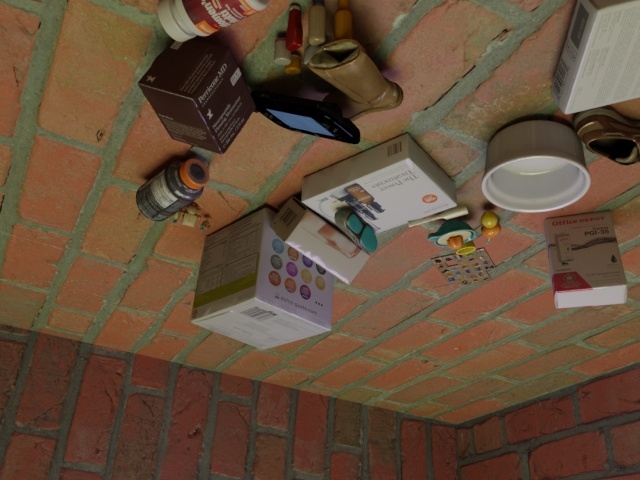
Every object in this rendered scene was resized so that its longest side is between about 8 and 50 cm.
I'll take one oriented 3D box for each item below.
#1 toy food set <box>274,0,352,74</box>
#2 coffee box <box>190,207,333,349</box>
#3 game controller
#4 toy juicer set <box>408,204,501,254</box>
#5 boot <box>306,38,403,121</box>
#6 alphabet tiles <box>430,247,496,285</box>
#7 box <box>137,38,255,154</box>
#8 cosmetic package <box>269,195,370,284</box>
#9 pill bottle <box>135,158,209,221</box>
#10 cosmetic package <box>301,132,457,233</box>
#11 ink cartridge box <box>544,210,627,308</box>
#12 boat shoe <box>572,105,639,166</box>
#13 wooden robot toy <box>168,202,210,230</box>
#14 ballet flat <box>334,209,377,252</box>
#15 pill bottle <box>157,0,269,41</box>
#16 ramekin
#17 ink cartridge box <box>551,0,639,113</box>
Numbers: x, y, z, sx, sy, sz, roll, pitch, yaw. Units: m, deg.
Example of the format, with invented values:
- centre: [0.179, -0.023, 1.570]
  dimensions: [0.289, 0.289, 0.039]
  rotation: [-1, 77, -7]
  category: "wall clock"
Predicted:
- centre: [-0.028, -0.467, 1.465]
  dimensions: [0.111, 0.105, 0.232]
  rotation: [7, 170, -32]
  category: "toy food set"
- centre: [-0.189, 0.141, 2.221]
  dimensions: [0.338, 0.335, 0.337]
  rotation: [-23, 141, 39]
  category: "coffee box"
- centre: [-0.044, -0.303, 1.604]
  dimensions: [0.319, 0.067, 0.166]
  rotation: [22, 166, 44]
  category: "game controller"
- centre: [0.454, -0.028, 2.051]
  dimensions: [0.209, 0.090, 0.328]
  rotation: [-25, 153, 35]
  category: "toy juicer set"
- centre: [0.046, -0.368, 1.509]
  dimensions: [0.236, 0.089, 0.269]
  rotation: [-12, 166, 28]
  category: "boot"
- centre: [0.542, 0.104, 2.404]
  dimensions: [0.198, 0.009, 0.237]
  rotation: [-14, 145, 25]
  category: "alphabet tiles"
- centre: [-0.288, -0.343, 1.543]
  dimensions: [0.166, 0.169, 0.203]
  rotation: [20, 157, 24]
  category: "box"
- centre: [0.000, 0.000, 2.087]
  dimensions: [0.296, 0.153, 0.129]
  rotation: [36, 94, -34]
  category: "cosmetic package"
- centre: [-0.438, -0.157, 1.949]
  dimensions: [0.130, 0.131, 0.245]
  rotation: [29, 141, -36]
  category: "pill bottle"
- centre: [0.175, -0.145, 1.948]
  dimensions: [0.377, 0.098, 0.284]
  rotation: [-20, 145, 33]
  category: "cosmetic package"
- centre: [0.826, 0.059, 2.040]
  dimensions: [0.207, 0.283, 0.117]
  rotation: [-8, 144, 18]
  category: "ink cartridge box"
- centre: [0.801, -0.245, 1.697]
  dimensions: [0.324, 0.117, 0.123]
  rotation: [13, 148, -16]
  category: "boat shoe"
- centre: [-0.437, -0.094, 2.142]
  dimensions: [0.173, 0.076, 0.079]
  rotation: [15, 112, -19]
  category: "wooden robot toy"
- centre: [0.108, -0.033, 2.002]
  dimensions: [0.068, 0.072, 0.213]
  rotation: [16, 161, 37]
  category: "ballet flat"
- centre: [-0.227, -0.505, 1.363]
  dimensions: [0.221, 0.121, 0.121]
  rotation: [-15, 144, 27]
  category: "pill bottle"
- centre: [0.578, -0.201, 1.754]
  dimensions: [0.277, 0.135, 0.277]
  rotation: [6, 154, 3]
  category: "ramekin"
- centre: [0.733, -0.452, 1.432]
  dimensions: [0.384, 0.091, 0.308]
  rotation: [-15, 148, -3]
  category: "ink cartridge box"
